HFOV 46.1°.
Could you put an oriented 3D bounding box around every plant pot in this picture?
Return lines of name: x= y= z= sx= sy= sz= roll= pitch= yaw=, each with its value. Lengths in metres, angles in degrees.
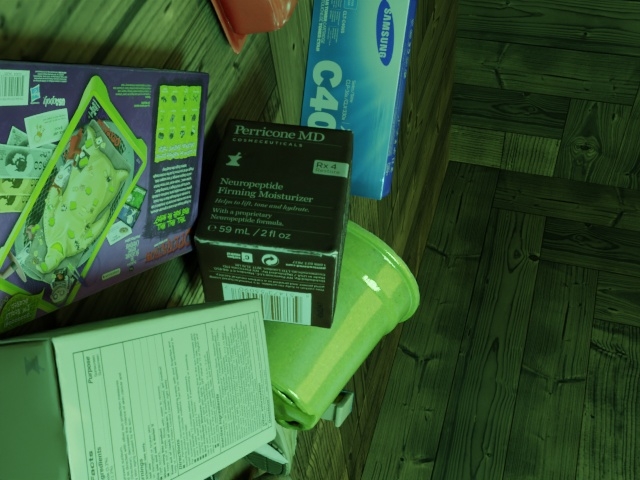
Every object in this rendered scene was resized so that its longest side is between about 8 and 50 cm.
plant pot: x=-0.028 y=0.132 z=1.132 sx=0.253 sy=0.276 sz=0.276 roll=-58 pitch=156 yaw=-29

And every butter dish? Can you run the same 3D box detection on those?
butter dish: x=-0.059 y=-0.323 z=0.899 sx=0.160 sy=0.118 sz=0.160 roll=66 pitch=37 yaw=-64

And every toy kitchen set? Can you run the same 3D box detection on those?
toy kitchen set: x=-0.014 y=0.202 z=1.350 sx=0.122 sy=0.166 sz=0.207 roll=-50 pitch=148 yaw=-65

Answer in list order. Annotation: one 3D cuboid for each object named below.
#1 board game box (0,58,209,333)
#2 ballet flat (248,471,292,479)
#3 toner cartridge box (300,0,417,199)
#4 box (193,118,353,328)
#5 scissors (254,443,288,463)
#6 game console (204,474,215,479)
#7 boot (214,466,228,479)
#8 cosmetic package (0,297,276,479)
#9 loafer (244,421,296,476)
board game box: x=-0.203 y=-0.058 z=0.693 sx=0.347 sy=0.056 sz=0.208 roll=-32 pitch=127 yaw=-70
ballet flat: x=-0.130 y=0.485 z=1.260 sx=0.316 sy=0.108 sz=0.106 roll=-61 pitch=144 yaw=-52
toner cartridge box: x=0.058 y=-0.255 z=1.301 sx=0.075 sy=0.165 sz=0.347 roll=-36 pitch=134 yaw=-69
box: x=-0.052 y=-0.021 z=0.958 sx=0.167 sy=0.169 sz=0.203 roll=91 pitch=6 yaw=-53
scissors: x=-0.115 y=0.292 z=1.148 sx=0.297 sy=0.021 sz=0.108 roll=26 pitch=77 yaw=-54
game console: x=-0.163 y=0.264 z=0.856 sx=0.213 sy=0.044 sz=0.361 roll=-19 pitch=101 yaw=-67
boot: x=-0.192 y=0.332 z=0.978 sx=0.115 sy=0.112 sz=0.305 roll=155 pitch=-55 yaw=-70
cosmetic package: x=-0.165 y=0.147 z=0.689 sx=0.309 sy=0.113 sz=0.160 roll=-1 pitch=84 yaw=-65
loafer: x=-0.085 y=0.308 z=1.289 sx=0.268 sy=0.102 sz=0.092 roll=86 pitch=26 yaw=-43
